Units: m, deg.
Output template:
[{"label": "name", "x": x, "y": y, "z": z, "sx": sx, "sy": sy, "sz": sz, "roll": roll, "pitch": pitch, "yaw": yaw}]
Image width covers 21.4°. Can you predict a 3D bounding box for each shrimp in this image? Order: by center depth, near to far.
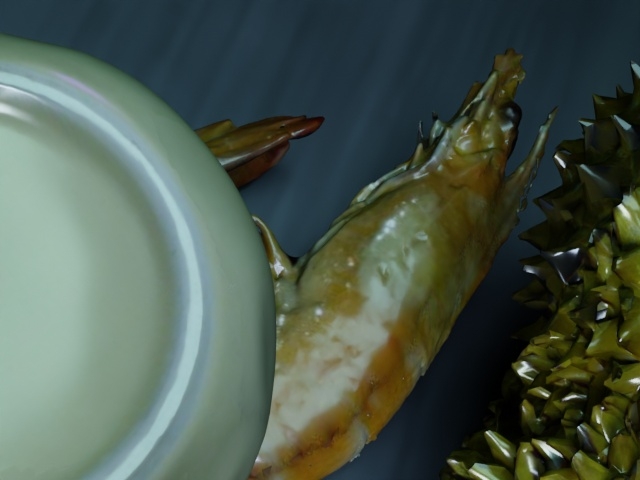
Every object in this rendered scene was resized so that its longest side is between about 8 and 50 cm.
[{"label": "shrimp", "x": 0.000, "y": 0.000, "z": 0.679, "sx": 0.248, "sy": 0.068, "sz": 0.150, "roll": -38, "pitch": 79, "yaw": -29}]

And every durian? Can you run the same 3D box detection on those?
[{"label": "durian", "x": 0.169, "y": 0.055, "z": 0.618, "sx": 0.258, "sy": 0.258, "sz": 0.293, "roll": 36, "pitch": 83, "yaw": -2}]

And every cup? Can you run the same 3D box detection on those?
[{"label": "cup", "x": -0.138, "y": 0.067, "z": 0.486, "sx": 0.255, "sy": 0.202, "sz": 0.173, "roll": -37, "pitch": 82, "yaw": -19}]
